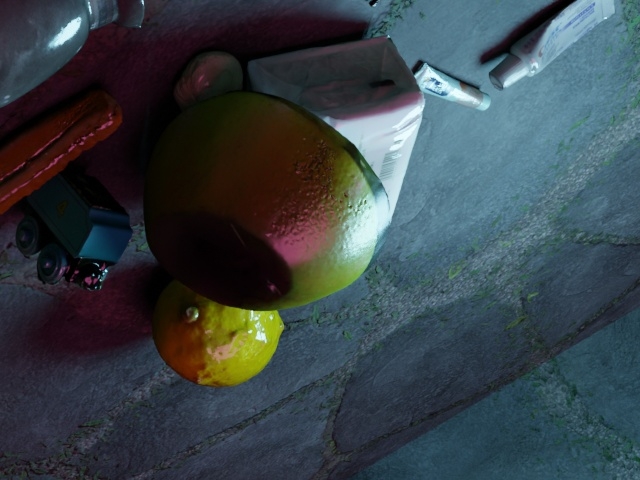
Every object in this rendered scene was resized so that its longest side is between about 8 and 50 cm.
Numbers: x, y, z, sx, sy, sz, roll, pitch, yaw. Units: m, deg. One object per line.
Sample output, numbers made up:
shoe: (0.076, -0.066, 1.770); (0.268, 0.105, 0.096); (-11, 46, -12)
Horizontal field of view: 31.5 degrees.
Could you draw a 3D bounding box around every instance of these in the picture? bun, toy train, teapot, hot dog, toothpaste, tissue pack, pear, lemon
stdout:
bun: (-0.164, -0.230, 1.716); (0.115, 0.069, 0.115); (-24, 149, -15)
toy train: (-0.375, -0.017, 1.718); (0.107, 0.198, 0.154); (10, 117, -50)
teapot: (-0.330, -0.324, 1.304); (0.285, 0.223, 0.305); (-28, 150, -22)
hot dog: (-0.412, -0.121, 1.647); (0.289, 0.083, 0.068); (-33, 169, 2)
toothpaste: (0.234, -0.274, 2.051); (0.205, 0.036, 0.056); (12, 127, -45)
tissue pack: (0.003, -0.143, 1.868); (0.266, 0.194, 0.357); (-13, 144, -22)
pear: (-0.109, -0.021, 1.712); (0.399, 0.398, 0.165); (106, 9, -49)
toothpaste: (0.426, -0.369, 2.068); (0.282, 0.068, 0.099); (-36, 177, -6)
lemon: (-0.193, 0.160, 2.099); (0.233, 0.234, 0.288); (-34, 154, 4)

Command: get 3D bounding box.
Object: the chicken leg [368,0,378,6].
chicken leg: (0.114, -0.393, 1.781); (0.083, 0.021, 0.036); (-23, 158, -14)
